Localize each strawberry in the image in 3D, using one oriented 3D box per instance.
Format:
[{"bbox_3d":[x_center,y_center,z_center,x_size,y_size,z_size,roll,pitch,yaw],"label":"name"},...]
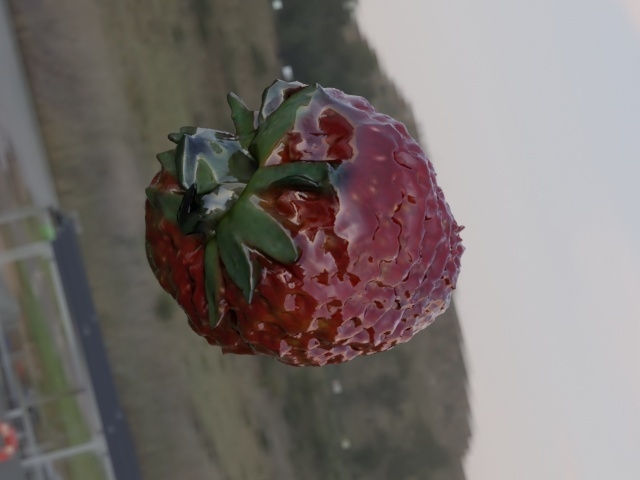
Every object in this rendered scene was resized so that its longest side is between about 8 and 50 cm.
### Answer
[{"bbox_3d":[-0.005,0.004,0.771,0.131,0.131,0.148,-109,174,-45],"label":"strawberry"}]
